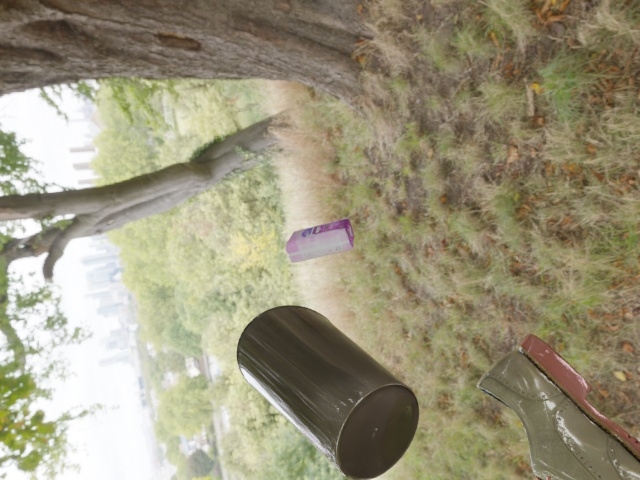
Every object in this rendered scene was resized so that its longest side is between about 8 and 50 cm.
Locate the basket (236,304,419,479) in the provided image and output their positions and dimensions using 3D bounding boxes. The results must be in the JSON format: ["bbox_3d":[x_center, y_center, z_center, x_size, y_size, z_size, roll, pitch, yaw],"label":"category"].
[{"bbox_3d":[0.012,0.204,0.608,0.227,0.204,0.154,21,81,57],"label":"basket"}]

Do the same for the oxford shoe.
[{"bbox_3d":[0.346,0.289,0.549,0.123,0.130,0.348,47,-173,-44],"label":"oxford shoe"}]

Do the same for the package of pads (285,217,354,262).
[{"bbox_3d":[0.000,0.000,0.553,0.050,0.083,0.032,-74,-32,-65],"label":"package of pads"}]
